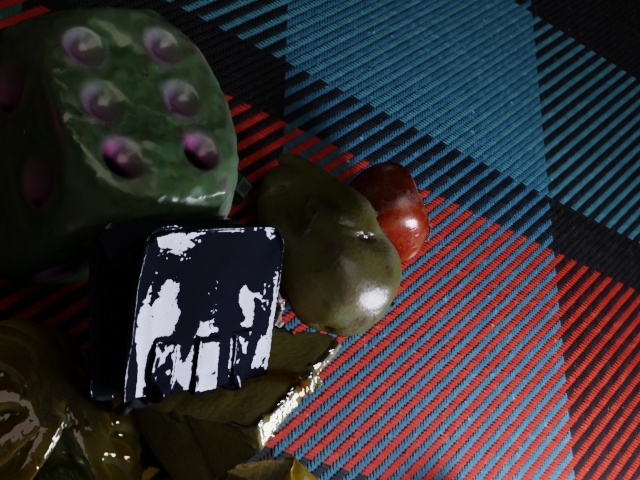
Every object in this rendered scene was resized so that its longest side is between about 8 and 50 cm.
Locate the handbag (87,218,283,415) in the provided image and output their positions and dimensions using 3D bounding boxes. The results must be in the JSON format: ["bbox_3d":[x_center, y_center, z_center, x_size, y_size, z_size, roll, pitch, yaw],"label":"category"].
[{"bbox_3d":[-0.185,0.105,1.695,0.325,0.118,0.269,0,98,-57],"label":"handbag"}]

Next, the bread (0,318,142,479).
[{"bbox_3d":[-0.377,0.246,1.677,0.333,0.160,0.333,25,51,-35],"label":"bread"}]

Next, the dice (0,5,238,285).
[{"bbox_3d":[-0.325,-0.132,1.808,0.318,0.330,0.322,-7,72,-47],"label":"dice"}]

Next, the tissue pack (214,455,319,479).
[{"bbox_3d":[-0.025,0.538,1.800,0.382,0.228,0.293,45,49,-17],"label":"tissue pack"}]

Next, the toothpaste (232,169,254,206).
[{"bbox_3d":[-0.191,-0.136,2.157,0.178,0.037,0.043,45,48,-16],"label":"toothpaste"}]

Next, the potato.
[{"bbox_3d":[0.000,0.001,2.156,0.218,0.202,0.351,-15,65,-35],"label":"potato"}]

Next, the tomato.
[{"bbox_3d":[0.120,-0.049,2.332,0.187,0.151,0.187,63,0,-1],"label":"tomato"}]

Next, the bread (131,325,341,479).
[{"bbox_3d":[-0.124,0.208,1.882,0.198,0.236,0.263,53,42,-8],"label":"bread"}]

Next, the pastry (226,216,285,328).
[{"bbox_3d":[-0.145,0.048,2.049,0.265,0.103,0.112,53,37,-5],"label":"pastry"}]
